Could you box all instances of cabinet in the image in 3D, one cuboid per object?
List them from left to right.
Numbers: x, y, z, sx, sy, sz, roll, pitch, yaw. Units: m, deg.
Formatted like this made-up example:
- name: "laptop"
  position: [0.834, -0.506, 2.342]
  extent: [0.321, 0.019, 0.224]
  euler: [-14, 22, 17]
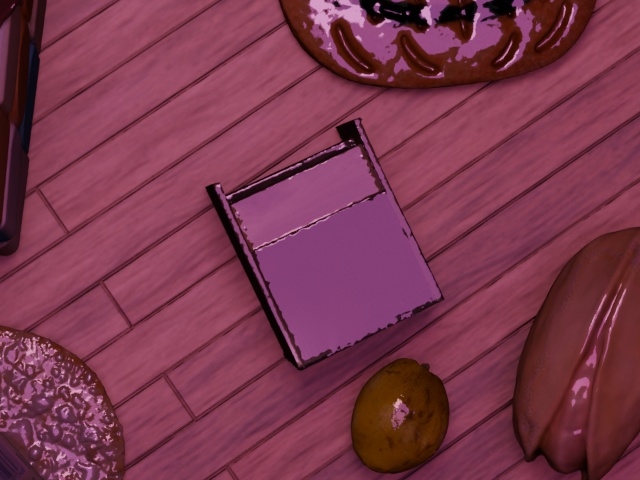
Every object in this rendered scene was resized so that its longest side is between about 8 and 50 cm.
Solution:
- name: "cabinet"
  position: [0.000, 0.000, 1.830]
  extent: [0.175, 0.148, 0.215]
  euler: [-26, 96, -6]

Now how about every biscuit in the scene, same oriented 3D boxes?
- name: "biscuit"
  position: [-0.307, 0.183, 1.846]
  extent: [0.141, 0.038, 0.290]
  euler: [-42, 95, -4]
- name: "biscuit"
  position: [0.130, -0.329, 1.893]
  extent: [0.367, 0.063, 0.314]
  euler: [-6, 91, -5]

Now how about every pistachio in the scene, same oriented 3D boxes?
- name: "pistachio"
  position: [0.307, 0.118, 1.841]
  extent: [0.162, 0.181, 0.293]
  euler: [27, 92, 12]

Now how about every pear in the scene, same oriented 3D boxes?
- name: "pear"
  position: [0.089, 0.194, 1.855]
  extent: [0.107, 0.107, 0.131]
  euler: [30, 93, -5]

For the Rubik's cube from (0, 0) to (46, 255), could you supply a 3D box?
- name: "Rubik's cube"
  position: [-0.464, -0.180, 1.677]
  extent: [0.347, 0.344, 0.347]
  euler: [4, 83, -4]

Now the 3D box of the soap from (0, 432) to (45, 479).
- name: "soap"
  position: [-0.370, 0.321, 1.772]
  extent: [0.182, 0.138, 0.199]
  euler: [-41, 93, 10]

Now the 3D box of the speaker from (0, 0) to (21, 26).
- name: "speaker"
  position: [-0.330, -0.325, 1.381]
  extent: [0.198, 0.329, 0.259]
  euler: [10, 77, -5]
